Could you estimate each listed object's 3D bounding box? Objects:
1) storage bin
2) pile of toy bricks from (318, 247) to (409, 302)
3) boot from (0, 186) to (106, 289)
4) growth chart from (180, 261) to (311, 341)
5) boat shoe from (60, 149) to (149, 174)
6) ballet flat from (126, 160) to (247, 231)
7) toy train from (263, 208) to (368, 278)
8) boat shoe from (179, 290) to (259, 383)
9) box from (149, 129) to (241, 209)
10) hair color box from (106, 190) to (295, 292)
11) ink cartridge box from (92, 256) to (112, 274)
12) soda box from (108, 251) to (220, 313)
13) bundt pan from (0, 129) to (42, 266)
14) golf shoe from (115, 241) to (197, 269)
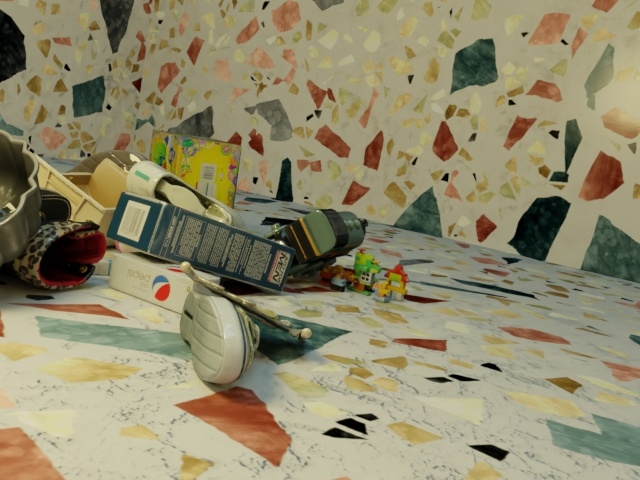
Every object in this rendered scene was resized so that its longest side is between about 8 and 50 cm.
[{"bbox_3d":[-0.560,-0.102,1.788,0.260,0.123,0.262,36,17,16],"label":"storage bin"},{"bbox_3d":[0.100,0.072,1.728,0.212,0.105,0.118,15,9,33],"label":"pile of toy bricks"},{"bbox_3d":[-0.541,-0.010,1.400,0.284,0.138,0.377,11,12,19],"label":"boot"},{"bbox_3d":[-0.116,0.103,1.152,0.237,0.021,0.172,29,-12,-5],"label":"growth chart"},{"bbox_3d":[-0.635,-0.167,2.069,0.355,0.132,0.130,-14,-4,12],"label":"boat shoe"},{"bbox_3d":[-0.305,-0.062,1.798,0.139,0.139,0.400,18,-13,45],"label":"ballet flat"},{"bbox_3d":[0.000,0.000,1.774,0.190,0.142,0.334,-27,-9,22],"label":"toy train"},{"bbox_3d":[-0.136,0.130,1.050,0.094,0.109,0.302,11,5,-19],"label":"boat shoe"},{"bbox_3d":[-0.367,-0.145,2.023,0.177,0.290,0.279,5,9,-29],"label":"box"},{"bbox_3d":[-0.239,0.006,1.495,0.173,0.105,0.347,16,-4,46],"label":"hair color box"},{"bbox_3d":[-0.462,0.050,1.469,0.083,0.028,0.048,4,9,-32],"label":"ink cartridge box"},{"bbox_3d":[-0.292,0.078,1.343,0.216,0.069,0.074,14,9,32],"label":"soda box"},{"bbox_3d":[-0.608,-0.040,1.182,0.330,0.124,0.331,-2,46,2],"label":"bundt pan"},{"bbox_3d":[-0.309,0.010,1.658,0.306,0.115,0.140,3,14,-34],"label":"golf shoe"}]
